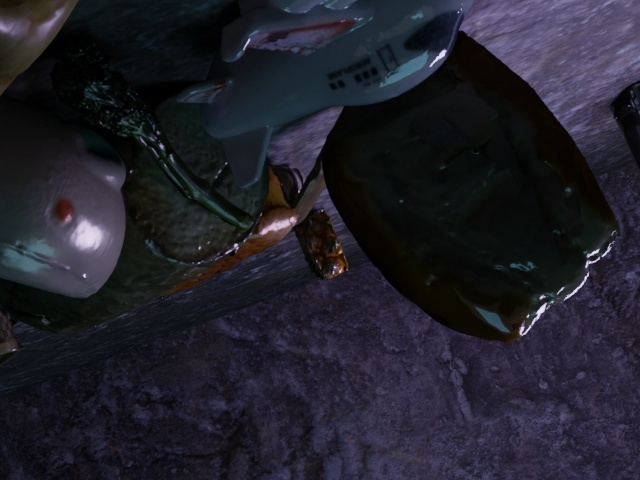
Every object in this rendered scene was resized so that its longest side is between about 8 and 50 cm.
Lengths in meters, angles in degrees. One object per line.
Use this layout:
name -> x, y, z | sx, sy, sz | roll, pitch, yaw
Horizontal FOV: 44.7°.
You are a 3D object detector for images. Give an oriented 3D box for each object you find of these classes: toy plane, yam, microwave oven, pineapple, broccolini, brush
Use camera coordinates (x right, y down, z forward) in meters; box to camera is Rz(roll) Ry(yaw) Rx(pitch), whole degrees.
toy plane -> 0.006, -0.143, 0.589 | 0.252, 0.118, 0.252 | -23, 172, -3
yam -> -0.195, -0.017, 0.775 | 0.304, 0.168, 0.168 | -25, 171, 37
microwave oven -> 0.655, -0.201, 1.477 | 0.129, 0.205, 0.163 | -22, 171, 5
pineapple -> -0.001, 0.001, 1.492 | 0.079, 0.135, 0.233 | -29, -178, -5
broccolini -> -0.123, -0.068, 0.624 | 0.054, 0.051, 0.239 | 2, 151, 31
brush -> 0.015, -0.093, 0.943 | 0.043, 0.036, 0.248 | -11, 149, -36

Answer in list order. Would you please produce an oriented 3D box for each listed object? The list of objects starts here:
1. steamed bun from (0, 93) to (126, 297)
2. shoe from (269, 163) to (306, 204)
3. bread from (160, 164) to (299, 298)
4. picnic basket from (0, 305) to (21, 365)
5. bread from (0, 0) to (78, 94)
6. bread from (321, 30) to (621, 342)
steamed bun -> -0.228, -0.037, 0.578 | 0.177, 0.131, 0.228 | 21, 169, -13
shoe -> -0.056, -0.056, 1.095 | 0.092, 0.089, 0.180 | -15, 173, -28
bread -> -0.170, -0.017, 0.946 | 0.260, 0.129, 0.134 | -25, 170, 17
picnic basket -> -0.500, 0.109, 0.905 | 0.266, 0.139, 0.165 | -14, 170, -40
bread -> -0.163, -0.119, 0.289 | 0.267, 0.130, 0.152 | -28, 165, 36
bread -> 0.132, -0.053, 0.753 | 0.225, 0.250, 0.279 | -40, -170, 11
